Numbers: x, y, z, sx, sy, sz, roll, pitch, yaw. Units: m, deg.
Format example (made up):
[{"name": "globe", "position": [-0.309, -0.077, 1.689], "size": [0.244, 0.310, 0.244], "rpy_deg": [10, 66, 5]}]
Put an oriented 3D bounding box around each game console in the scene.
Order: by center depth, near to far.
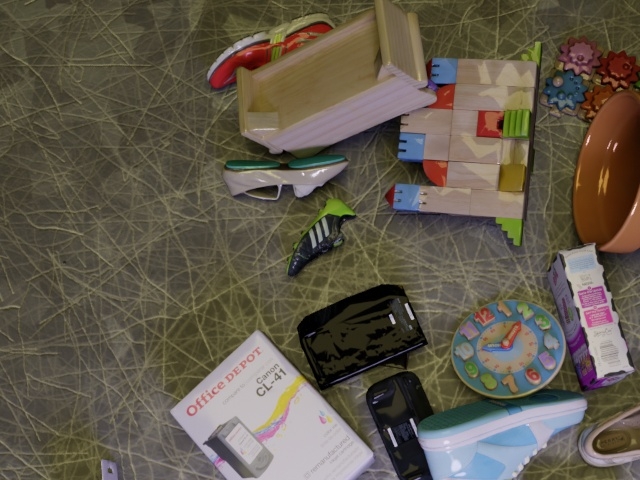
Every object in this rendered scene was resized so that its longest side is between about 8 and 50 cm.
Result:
[{"name": "game console", "position": [0.114, 0.270, 1.859], "size": [0.213, 0.044, 0.361], "rpy_deg": [-23, 85, 3]}]

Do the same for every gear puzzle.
[{"name": "gear puzzle", "position": [0.605, -0.277, 1.997], "size": [0.339, 0.044, 0.175], "rpy_deg": [23, 78, 11]}]

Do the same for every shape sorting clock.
[{"name": "shape sorting clock", "position": [0.336, 0.192, 1.863], "size": [0.206, 0.040, 0.206], "rpy_deg": [-12, 47, 14]}]

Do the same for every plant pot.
[{"name": "plant pot", "position": [0.603, -0.109, 1.847], "size": [0.204, 0.291, 0.290], "rpy_deg": [9, 75, -10]}]

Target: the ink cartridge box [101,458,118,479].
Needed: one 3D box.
[{"name": "ink cartridge box", "position": [-0.398, 0.487, 1.844], "size": [0.062, 0.104, 0.181], "rpy_deg": [-8, 73, 3]}]

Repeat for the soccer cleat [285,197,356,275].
[{"name": "soccer cleat", "position": [0.000, 0.000, 1.969], "size": [0.072, 0.060, 0.179], "rpy_deg": [32, 77, 11]}]

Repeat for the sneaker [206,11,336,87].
[{"name": "sneaker", "position": [-0.092, -0.357, 2.058], "size": [0.279, 0.107, 0.118], "rpy_deg": [-23, 88, 3]}]

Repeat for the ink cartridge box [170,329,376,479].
[{"name": "ink cartridge box", "position": [-0.083, 0.347, 1.842], "size": [0.226, 0.131, 0.306], "rpy_deg": [-43, 76, -7]}]

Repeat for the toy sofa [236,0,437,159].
[{"name": "toy sofa", "position": [0.029, -0.293, 1.923], "size": [0.363, 0.177, 0.150], "rpy_deg": [-21, 64, 34]}]

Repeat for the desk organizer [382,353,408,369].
[{"name": "desk organizer", "position": [0.100, 0.202, 1.909], "size": [0.130, 0.047, 0.050], "rpy_deg": [8, 78, 8]}]

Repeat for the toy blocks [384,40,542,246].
[{"name": "toy blocks", "position": [0.264, -0.190, 1.940], "size": [0.261, 0.191, 0.381], "rpy_deg": [6, 89, 16]}]

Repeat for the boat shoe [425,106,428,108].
[{"name": "boat shoe", "position": [0.263, -0.282, 2.034], "size": [0.125, 0.038, 0.046], "rpy_deg": [-26, 93, -1]}]

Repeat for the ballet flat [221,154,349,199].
[{"name": "ballet flat", "position": [-0.066, -0.120, 2.005], "size": [0.248, 0.086, 0.086], "rpy_deg": [-2, 74, 7]}]

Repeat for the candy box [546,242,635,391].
[{"name": "candy box", "position": [0.475, 0.139, 1.834], "size": [0.071, 0.159, 0.233], "rpy_deg": [-14, 74, 0]}]

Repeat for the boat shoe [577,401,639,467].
[{"name": "boat shoe", "position": [0.599, 0.319, 1.802], "size": [0.302, 0.098, 0.109], "rpy_deg": [-18, 74, 0]}]

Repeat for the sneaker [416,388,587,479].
[{"name": "sneaker", "position": [0.329, 0.383, 1.812], "size": [0.319, 0.127, 0.208], "rpy_deg": [-11, 95, -14]}]
